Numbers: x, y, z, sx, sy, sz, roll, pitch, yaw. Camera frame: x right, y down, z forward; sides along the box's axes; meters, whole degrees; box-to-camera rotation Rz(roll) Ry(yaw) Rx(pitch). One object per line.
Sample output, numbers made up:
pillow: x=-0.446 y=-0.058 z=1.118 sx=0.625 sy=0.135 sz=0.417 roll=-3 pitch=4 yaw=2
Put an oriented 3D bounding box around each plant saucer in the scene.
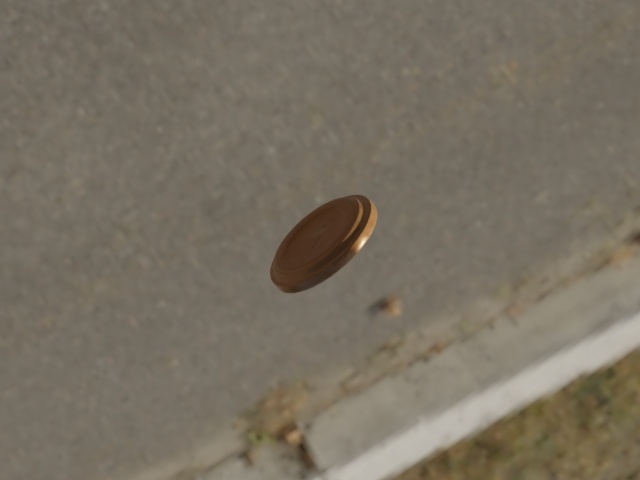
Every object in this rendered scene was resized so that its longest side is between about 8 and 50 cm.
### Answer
plant saucer: x=0.000 y=0.000 z=1.204 sx=0.083 sy=0.083 sz=0.013 roll=-39 pitch=114 yaw=7
